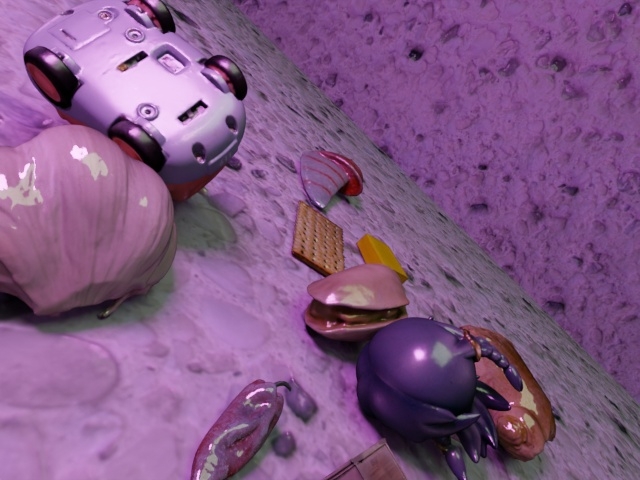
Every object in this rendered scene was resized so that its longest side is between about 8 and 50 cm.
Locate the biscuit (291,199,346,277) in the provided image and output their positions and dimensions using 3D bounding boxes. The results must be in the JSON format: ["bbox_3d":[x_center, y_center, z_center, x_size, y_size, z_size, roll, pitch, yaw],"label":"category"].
[{"bbox_3d":[0.000,0.000,0.879,0.139,0.016,0.231,34,25,-18],"label":"biscuit"}]

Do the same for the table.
[{"bbox_3d":[0.054,0.274,0.435,0.079,0.062,0.083,8,41,-54],"label":"table"}]

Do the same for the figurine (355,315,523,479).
[{"bbox_3d":[0.175,0.219,0.612,0.265,0.196,0.175,19,-3,-38],"label":"figurine"}]

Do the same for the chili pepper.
[{"bbox_3d":[-0.079,0.188,0.403,0.050,0.041,0.153,27,37,14],"label":"chili pepper"}]

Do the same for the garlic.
[{"bbox_3d":[-0.232,-0.031,0.410,0.178,0.143,0.229,52,16,23],"label":"garlic"}]

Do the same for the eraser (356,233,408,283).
[{"bbox_3d":[0.149,0.050,0.998,0.097,0.045,0.122,25,28,-36],"label":"eraser"}]

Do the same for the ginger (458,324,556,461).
[{"bbox_3d":[0.340,0.294,0.786,0.276,0.130,0.221,38,32,0],"label":"ginger"}]

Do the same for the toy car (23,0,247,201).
[{"bbox_3d":[-0.241,-0.175,0.568,0.271,0.212,0.180,40,62,-2],"label":"toy car"}]

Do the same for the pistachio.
[{"bbox_3d":[0.064,0.103,0.679,0.152,0.126,0.223,17,14,31],"label":"pistachio"}]

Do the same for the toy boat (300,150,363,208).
[{"bbox_3d":[0.012,-0.166,1.132,0.206,0.096,0.282,36,36,0],"label":"toy boat"}]
